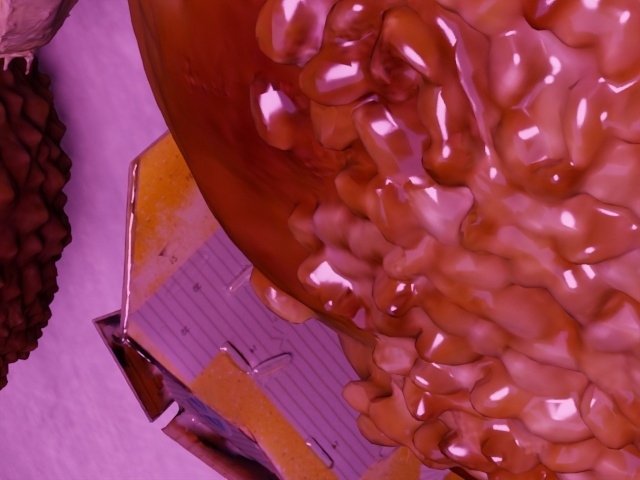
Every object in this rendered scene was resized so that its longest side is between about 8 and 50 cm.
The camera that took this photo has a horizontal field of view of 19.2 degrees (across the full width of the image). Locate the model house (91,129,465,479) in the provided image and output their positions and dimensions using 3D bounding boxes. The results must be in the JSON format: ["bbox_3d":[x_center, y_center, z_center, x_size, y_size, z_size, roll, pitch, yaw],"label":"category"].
[{"bbox_3d":[0.000,0.000,0.821,0.207,0.219,0.136,48,160,-20],"label":"model house"}]

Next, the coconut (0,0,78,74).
[{"bbox_3d":[-0.168,-0.170,0.763,0.194,0.194,0.194,20,137,19],"label":"coconut"}]

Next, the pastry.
[{"bbox_3d":[0.127,-0.046,0.592,0.410,0.245,0.409,13,136,13],"label":"pastry"}]

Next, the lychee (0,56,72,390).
[{"bbox_3d":[-0.229,-0.013,0.919,0.271,0.271,0.271,20,137,19],"label":"lychee"}]
